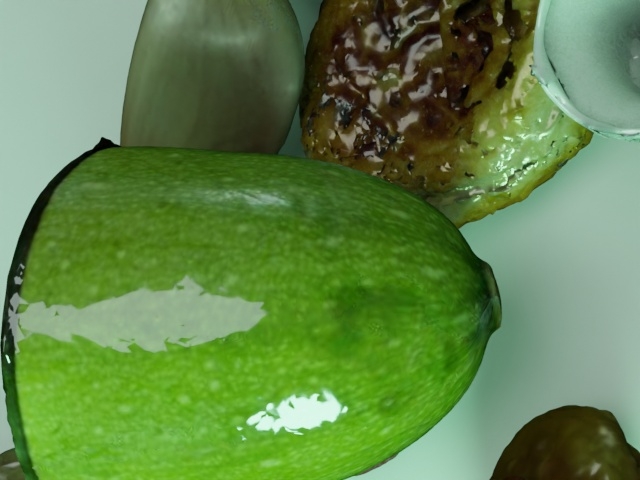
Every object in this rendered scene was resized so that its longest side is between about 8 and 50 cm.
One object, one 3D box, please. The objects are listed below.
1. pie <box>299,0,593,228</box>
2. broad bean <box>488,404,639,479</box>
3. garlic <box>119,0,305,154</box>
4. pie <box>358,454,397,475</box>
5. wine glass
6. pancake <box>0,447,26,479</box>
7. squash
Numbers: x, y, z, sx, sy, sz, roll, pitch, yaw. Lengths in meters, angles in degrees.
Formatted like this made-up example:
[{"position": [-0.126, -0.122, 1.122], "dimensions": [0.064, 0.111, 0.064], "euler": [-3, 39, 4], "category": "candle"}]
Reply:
[{"position": [0.107, -0.143, 1.297], "dimensions": [0.308, 0.085, 0.308], "euler": [-10, 73, 34], "category": "pie"}, {"position": [0.173, 0.232, 1.161], "dimensions": [0.156, 0.122, 0.228], "euler": [153, 124, -68], "category": "broad bean"}, {"position": [-0.091, -0.128, 1.345], "dimensions": [0.143, 0.112, 0.318], "euler": [17, 127, -4], "category": "garlic"}, {"position": [0.018, 0.123, 1.327], "dimensions": [0.154, 0.038, 0.153], "euler": [-7, 75, 28], "category": "pie"}, {"position": [0.259, -0.131, 1.151], "dimensions": [0.165, 0.196, 0.165], "euler": [-6, 76, 27], "category": "wine glass"}, {"position": [-0.236, 0.319, 1.424], "dimensions": [0.294, 0.049, 0.294], "euler": [-4, 81, 27], "category": "pancake"}, {"position": [-0.027, 0.080, 1.185], "dimensions": [0.309, 0.310, 0.310], "euler": [2, 82, 25], "category": "squash"}]
